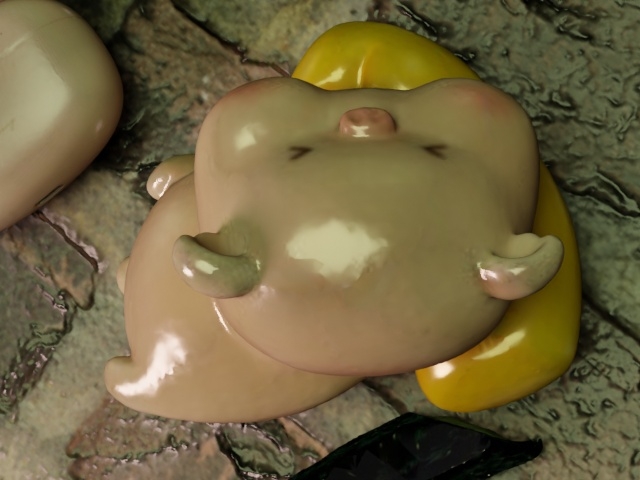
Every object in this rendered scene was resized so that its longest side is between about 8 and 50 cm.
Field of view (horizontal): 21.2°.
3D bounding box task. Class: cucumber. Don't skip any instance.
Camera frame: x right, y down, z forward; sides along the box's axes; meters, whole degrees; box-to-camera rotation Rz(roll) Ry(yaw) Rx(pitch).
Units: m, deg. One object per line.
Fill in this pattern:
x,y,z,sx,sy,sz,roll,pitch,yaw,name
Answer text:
0.046,0.165,1.206,0.220,0.046,0.070,-29,71,15,cucumber

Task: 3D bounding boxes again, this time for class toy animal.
-0.005,-0.021,1.124,0.345,0.247,0.277,-4,84,18,toy animal

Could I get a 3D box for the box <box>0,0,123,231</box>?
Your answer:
-0.243,-0.091,1.287,0.200,0.088,0.146,-37,80,12,box
